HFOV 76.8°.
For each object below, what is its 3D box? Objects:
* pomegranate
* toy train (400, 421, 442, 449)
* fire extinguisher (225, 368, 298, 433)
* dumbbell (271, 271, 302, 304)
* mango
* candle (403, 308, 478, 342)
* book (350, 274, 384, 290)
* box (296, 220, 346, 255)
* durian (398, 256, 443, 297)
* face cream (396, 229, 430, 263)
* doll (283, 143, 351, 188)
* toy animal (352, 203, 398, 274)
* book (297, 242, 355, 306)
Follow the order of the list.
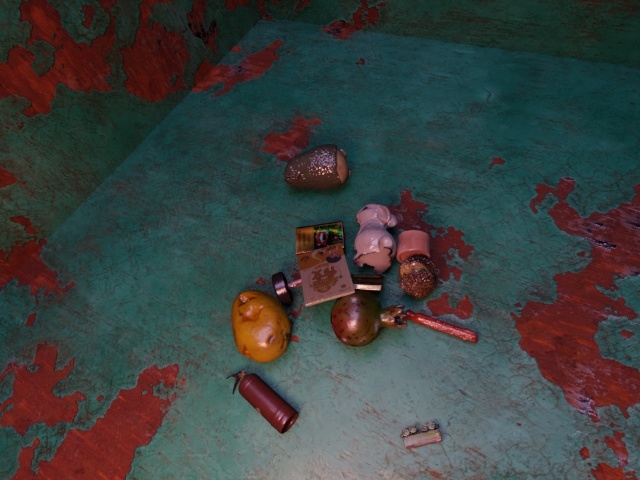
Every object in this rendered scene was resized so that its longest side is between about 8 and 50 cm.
[{"bbox_3d":[0.189,0.298,1.653,0.306,0.242,0.242,-22,56,1],"label":"pomegranate"},{"bbox_3d":[0.365,0.708,1.467,0.148,0.038,0.071,-15,55,4],"label":"toy train"},{"bbox_3d":[-0.253,0.633,1.622,0.344,0.102,0.138,31,103,28],"label":"fire extinguisher"},{"bbox_3d":[-0.098,0.189,1.834,0.218,0.152,0.152,-21,56,-1],"label":"dumbbell"},{"bbox_3d":[-0.270,0.360,1.759,0.253,0.182,0.365,-35,46,-7],"label":"mango"},{"bbox_3d":[0.484,0.347,1.670,0.329,0.048,0.051,16,76,20],"label":"candle"},{"bbox_3d":[0.193,0.178,1.754,0.160,0.228,0.024,1,96,13],"label":"book"},{"bbox_3d":[0.000,0.000,1.984,0.240,0.071,0.159,-8,54,7],"label":"box"},{"bbox_3d":[0.432,0.160,1.737,0.196,0.167,0.196,2,64,-5],"label":"durian"},{"bbox_3d":[0.420,0.035,1.821,0.149,0.149,0.104,1,59,13],"label":"face cream"},{"bbox_3d":[-0.022,-0.382,2.155,0.350,0.247,0.247,-10,56,13],"label":"doll"},{"bbox_3d":[0.258,-0.037,1.879,0.258,0.194,0.357,-34,37,42],"label":"toy animal"},{"bbox_3d":[0.017,0.138,1.716,0.208,0.020,0.295,-17,42,3],"label":"book"}]
